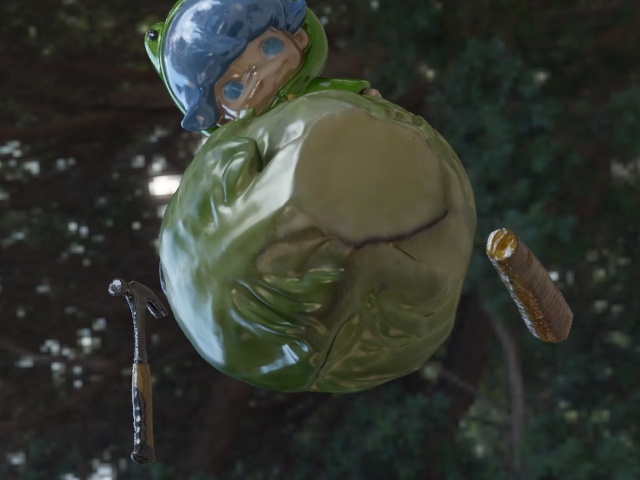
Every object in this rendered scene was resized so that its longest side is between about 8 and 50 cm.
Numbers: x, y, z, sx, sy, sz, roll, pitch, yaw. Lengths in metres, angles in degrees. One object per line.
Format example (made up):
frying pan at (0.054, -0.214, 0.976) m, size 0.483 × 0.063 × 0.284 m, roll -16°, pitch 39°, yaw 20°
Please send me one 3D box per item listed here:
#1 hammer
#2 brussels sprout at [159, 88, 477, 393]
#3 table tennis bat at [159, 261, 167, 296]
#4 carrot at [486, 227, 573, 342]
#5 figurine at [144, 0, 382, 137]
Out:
hammer at (-0.190, 0.142, 1.818) m, size 0.078 × 0.021 × 0.201 m, roll 21°, pitch -122°, yaw -52°
brussels sprout at (0.000, 0.000, 1.180) m, size 0.244 × 0.244 × 0.244 m, roll -5°, pitch -90°, yaw -70°
table tennis bat at (-0.122, -0.020, 2.028) m, size 0.234 × 0.022 × 0.131 m, roll -48°, pitch -34°, yaw -41°
carrot at (0.174, 0.039, 1.413) m, size 0.171 × 0.042 × 0.042 m, roll 49°, pitch -139°, yaw -55°
figurine at (-0.045, -0.142, 1.577) m, size 0.263 × 0.162 × 0.143 m, roll 43°, pitch -172°, yaw 13°
